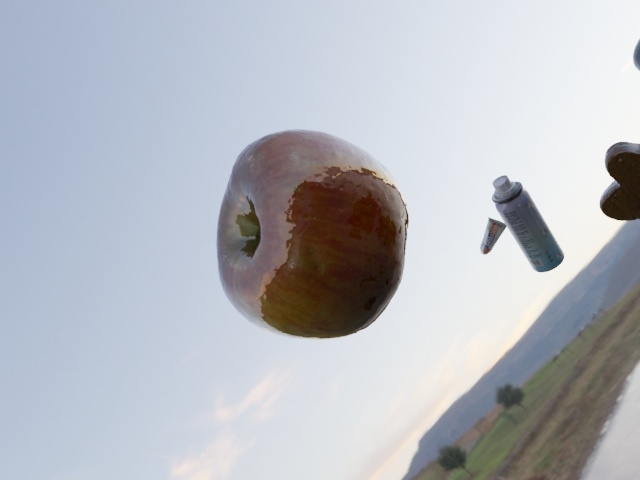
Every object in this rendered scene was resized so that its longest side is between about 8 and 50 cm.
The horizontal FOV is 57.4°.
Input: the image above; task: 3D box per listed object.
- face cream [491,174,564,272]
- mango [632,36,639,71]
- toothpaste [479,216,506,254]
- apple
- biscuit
[{"bbox_3d":[0.433,-0.038,1.235,0.075,0.075,0.229,-43,-69,-14],"label":"face cream"},{"bbox_3d":[0.414,-0.211,0.532,0.146,0.129,0.289,-63,9,13],"label":"mango"},{"bbox_3d":[0.443,-0.011,1.516,0.033,0.052,0.218,-62,-15,-16],"label":"toothpaste"},{"bbox_3d":[0.000,0.000,0.834,0.301,0.301,0.301,-38,-26,-23],"label":"apple"},{"bbox_3d":[0.453,-0.089,0.723,0.039,0.180,0.236,-57,-11,-30],"label":"biscuit"}]
